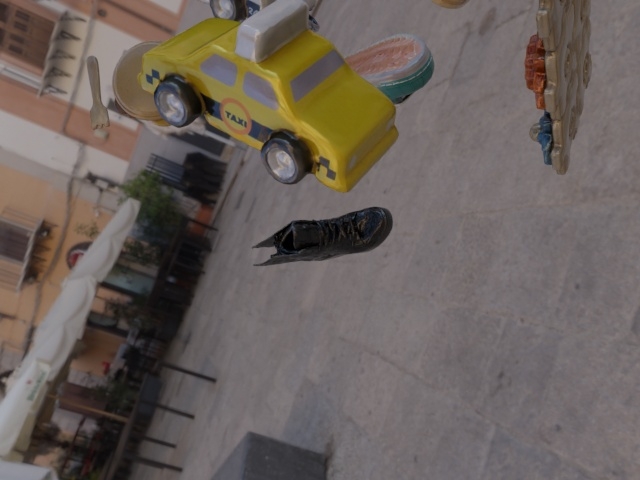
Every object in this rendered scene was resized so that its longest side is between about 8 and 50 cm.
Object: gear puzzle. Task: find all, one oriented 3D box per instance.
[{"bbox_3d":[0.200,-0.219,0.523,0.044,0.339,0.176,8,60,30],"label":"gear puzzle"}]

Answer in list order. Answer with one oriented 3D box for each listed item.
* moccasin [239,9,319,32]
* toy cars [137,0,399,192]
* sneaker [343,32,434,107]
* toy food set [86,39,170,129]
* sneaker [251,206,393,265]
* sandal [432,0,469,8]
[{"bbox_3d":[-0.074,-0.351,0.846,0.117,0.138,0.342,-42,0,6],"label":"moccasin"},{"bbox_3d":[-0.065,-0.195,0.478,0.087,0.176,0.394,103,153,-46],"label":"toy cars"},{"bbox_3d":[0.089,-0.225,0.903,0.108,0.121,0.302,-46,23,-11],"label":"sneaker"},{"bbox_3d":[-0.251,-0.234,0.892,0.038,0.191,0.133,52,-150,-83],"label":"toy food set"},{"bbox_3d":[0.000,-0.003,0.731,0.170,0.089,0.051,-22,71,40],"label":"sneaker"},{"bbox_3d":[0.028,-0.253,0.415,0.079,0.088,0.240,-35,78,55],"label":"sandal"}]
